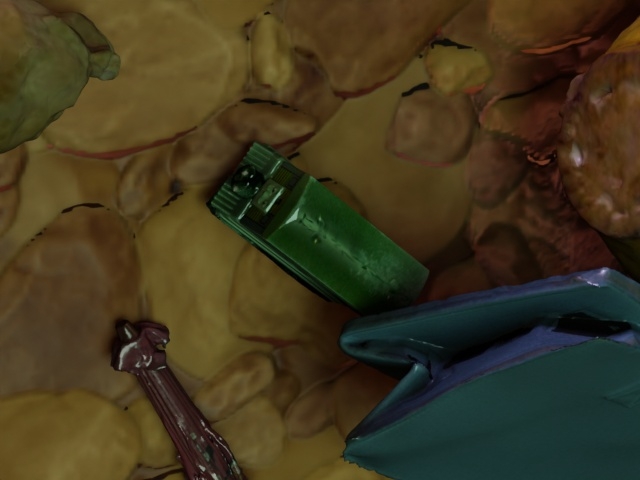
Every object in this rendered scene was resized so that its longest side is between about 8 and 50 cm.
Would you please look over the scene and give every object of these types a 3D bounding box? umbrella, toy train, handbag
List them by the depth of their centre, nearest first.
[{"bbox_3d":[0.000,0.000,0.773,0.093,0.056,0.038,38,87,-33],"label":"toy train"},{"bbox_3d":[0.122,0.072,0.789,0.144,0.057,0.221,-24,146,35],"label":"handbag"},{"bbox_3d":[-0.047,0.100,0.811,0.027,0.025,0.165,-23,118,10],"label":"umbrella"}]

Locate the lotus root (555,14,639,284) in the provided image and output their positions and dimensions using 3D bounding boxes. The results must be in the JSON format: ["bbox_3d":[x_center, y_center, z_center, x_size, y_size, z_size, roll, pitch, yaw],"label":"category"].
[{"bbox_3d":[0.243,-0.030,0.803,0.291,0.193,0.193,11,105,-25],"label":"lotus root"}]

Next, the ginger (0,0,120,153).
[{"bbox_3d":[-0.188,-0.048,0.632,0.270,0.123,0.219,3,105,-25],"label":"ginger"}]
